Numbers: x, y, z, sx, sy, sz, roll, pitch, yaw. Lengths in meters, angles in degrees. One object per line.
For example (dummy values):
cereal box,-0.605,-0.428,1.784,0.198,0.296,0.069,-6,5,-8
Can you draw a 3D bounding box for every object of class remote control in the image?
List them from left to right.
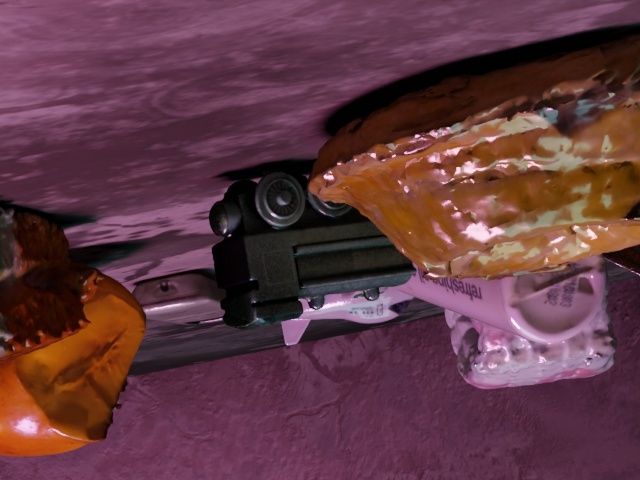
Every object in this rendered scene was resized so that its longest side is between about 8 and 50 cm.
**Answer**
remote control,-0.140,0.067,1.892,0.090,0.038,0.309,-12,174,4

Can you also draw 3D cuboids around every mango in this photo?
mango,-0.273,0.102,1.506,0.257,0.138,0.187,-10,-143,47

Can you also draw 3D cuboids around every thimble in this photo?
thimble,0.202,0.059,1.705,0.149,0.185,0.211,-9,-152,-4

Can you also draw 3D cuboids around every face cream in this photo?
face cream,0.105,0.008,1.364,0.092,0.092,0.311,-9,-168,-22

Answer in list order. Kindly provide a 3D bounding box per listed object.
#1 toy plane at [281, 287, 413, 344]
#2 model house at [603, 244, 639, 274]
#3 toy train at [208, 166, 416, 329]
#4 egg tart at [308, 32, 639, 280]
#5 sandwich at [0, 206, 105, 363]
toy plane,0.032,0.061,1.956,0.174,0.080,0.174,-14,173,-2
model house,0.270,-0.049,1.365,0.219,0.135,0.207,14,-163,-42
toy train,0.000,0.000,1.249,0.171,0.111,0.071,-7,177,-32
egg tart,0.137,-0.044,1.103,0.290,0.115,0.290,-12,172,-2
sandwich,-0.277,0.055,1.241,0.292,0.109,0.212,-15,172,28
